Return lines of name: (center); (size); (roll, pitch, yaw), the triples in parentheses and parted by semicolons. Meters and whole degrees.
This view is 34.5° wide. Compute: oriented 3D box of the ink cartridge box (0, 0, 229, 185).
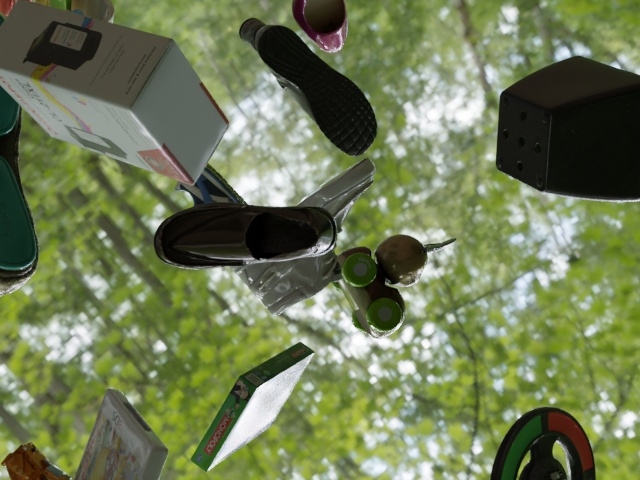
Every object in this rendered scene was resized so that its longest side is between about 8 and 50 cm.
ink cartridge box: (-0.186, -0.128, 0.895); (0.175, 0.127, 0.072); (19, -109, 27)

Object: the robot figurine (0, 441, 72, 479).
robot figurine: (-0.386, 0.449, 1.486); (0.211, 0.291, 0.085); (-44, 171, 4)

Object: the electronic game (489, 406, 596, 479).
electronic game: (0.315, 0.349, 1.450); (0.048, 0.229, 0.229); (-2, -139, 50)

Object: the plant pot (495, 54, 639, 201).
plant pot: (0.369, -0.160, 1.554); (0.167, 0.188, 0.187); (-12, -154, -23)

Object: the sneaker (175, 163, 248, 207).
sneaker: (-0.141, -0.048, 1.437); (0.059, 0.144, 0.053); (-43, -175, 7)

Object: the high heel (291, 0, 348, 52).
high heel: (0.011, -0.335, 1.479); (0.082, 0.244, 0.117); (-25, -126, -8)

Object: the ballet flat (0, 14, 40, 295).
ballet flat: (-0.559, -0.133, 1.641); (0.182, 0.164, 0.482); (-28, -112, 44)

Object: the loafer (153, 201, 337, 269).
loafer: (-0.092, -0.010, 1.213); (0.220, 0.080, 0.078); (-7, -179, 4)

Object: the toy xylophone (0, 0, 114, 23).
toy xylophone: (-0.421, -0.405, 1.607); (0.081, 0.236, 0.323); (-28, -122, -34)

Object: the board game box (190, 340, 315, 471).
board game box: (-0.133, 0.335, 2.130); (0.213, 0.046, 0.317); (-61, 166, 17)

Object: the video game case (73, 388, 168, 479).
video game case: (-0.269, 0.324, 1.290); (0.206, 0.026, 0.227); (26, -84, 61)

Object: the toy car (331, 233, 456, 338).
toy car: (0.126, 0.052, 1.613); (0.188, 0.149, 0.155); (-29, 179, -10)

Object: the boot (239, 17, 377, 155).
boot: (-0.017, -0.242, 1.562); (0.083, 0.246, 0.161); (-43, -160, 2)

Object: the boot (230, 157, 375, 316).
boot: (0.000, 0.000, 1.477); (0.258, 0.123, 0.095); (-37, -175, 17)
